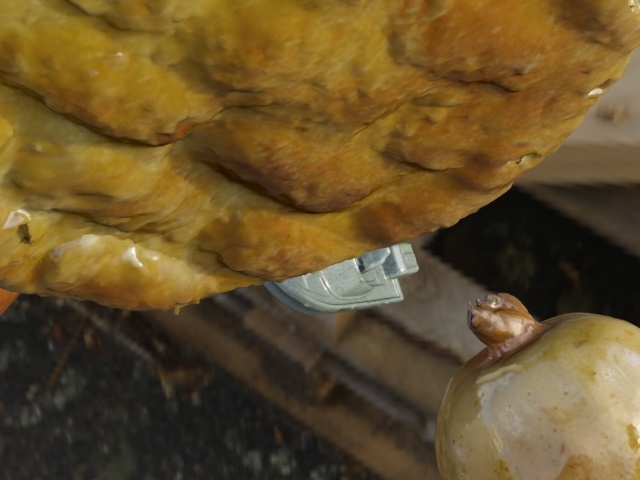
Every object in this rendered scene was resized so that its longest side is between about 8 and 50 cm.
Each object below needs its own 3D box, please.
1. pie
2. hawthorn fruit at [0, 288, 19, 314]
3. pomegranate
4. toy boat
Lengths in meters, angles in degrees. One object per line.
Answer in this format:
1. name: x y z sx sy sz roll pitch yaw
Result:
1. pie: -0.025 -0.078 0.764 0.339 0.339 0.083 -13 59 -7
2. hawthorn fruit: -0.370 -0.023 1.538 0.284 0.284 0.284 0 58 0
3. pomegranate: 0.191 0.154 1.492 0.207 0.207 0.207 0 58 0
4. toy boat: 0.000 0.000 1.784 0.092 0.319 0.141 -21 83 22
